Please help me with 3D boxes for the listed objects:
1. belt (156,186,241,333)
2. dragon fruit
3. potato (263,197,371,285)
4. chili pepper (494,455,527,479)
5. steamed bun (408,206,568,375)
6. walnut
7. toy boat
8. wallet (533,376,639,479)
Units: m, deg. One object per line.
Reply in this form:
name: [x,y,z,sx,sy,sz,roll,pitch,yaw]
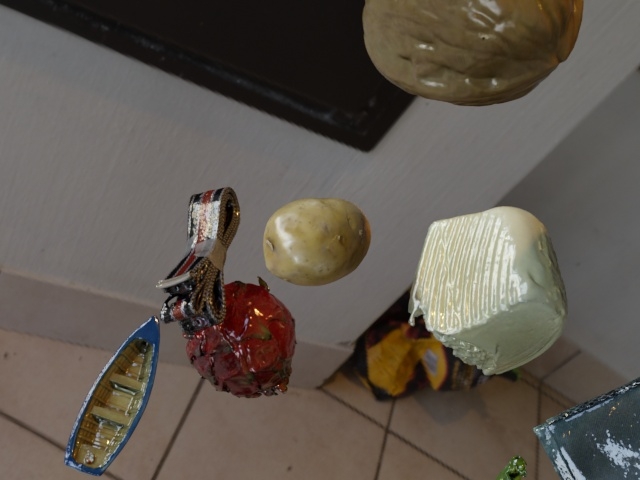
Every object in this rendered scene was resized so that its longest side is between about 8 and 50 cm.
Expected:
belt: [-0.237,0.029,1.563,0.126,0.094,0.359,52,31,-35]
dragon fruit: [-0.166,0.219,1.677,0.298,0.245,0.244,59,26,-34]
potato: [0.000,0.000,1.045,0.178,0.109,0.118,-10,73,-48]
chili pepper: [0.429,0.641,1.916,0.077,0.359,0.084,18,50,0]
steamed bun: [0.352,0.104,1.495,0.272,0.274,0.290,35,48,-44]
walnut: [0.159,-0.241,0.801,0.228,0.228,0.228,23,41,-21]
toy boat: [-0.270,0.209,1.044,0.080,0.046,0.228,17,59,5]
wallet: [0.657,0.422,1.623,0.237,0.342,0.075,61,11,-2]
